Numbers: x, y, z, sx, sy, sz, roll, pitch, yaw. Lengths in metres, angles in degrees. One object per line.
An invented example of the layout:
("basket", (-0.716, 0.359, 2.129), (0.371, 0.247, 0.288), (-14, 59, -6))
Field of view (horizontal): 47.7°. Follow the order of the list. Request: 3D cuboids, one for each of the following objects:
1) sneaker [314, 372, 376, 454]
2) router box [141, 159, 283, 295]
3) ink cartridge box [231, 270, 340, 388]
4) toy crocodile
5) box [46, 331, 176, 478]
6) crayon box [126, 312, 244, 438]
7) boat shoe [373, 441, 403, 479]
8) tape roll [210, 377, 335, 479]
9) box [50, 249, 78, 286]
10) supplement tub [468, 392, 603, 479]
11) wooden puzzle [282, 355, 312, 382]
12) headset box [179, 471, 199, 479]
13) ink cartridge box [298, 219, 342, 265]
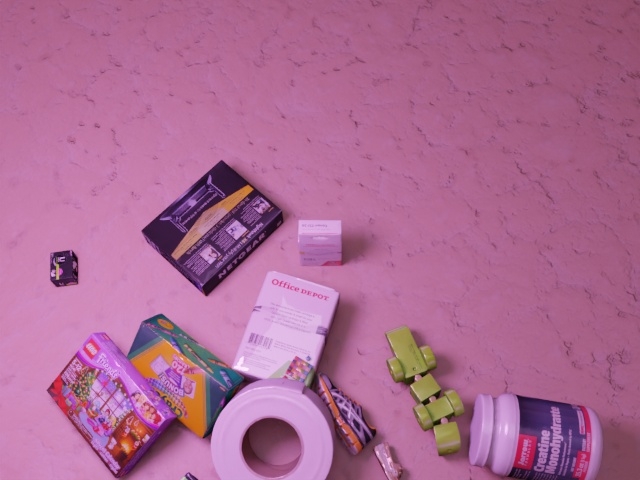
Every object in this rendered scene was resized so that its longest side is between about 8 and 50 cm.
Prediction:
("sneaker", (0.056, 0.418, 1.784), (0.083, 0.084, 0.215), (-24, 70, -24))
("router box", (-0.293, -0.039, 1.988), (0.243, 0.081, 0.309), (40, 72, 17))
("ink cartridge box", (-0.083, 0.240, 1.839), (0.198, 0.115, 0.273), (17, 68, 8))
("toy crocodile", (0.255, 0.366, 1.795), (0.115, 0.105, 0.341), (-23, 63, -9))
("box", (-0.512, 0.396, 1.759), (0.293, 0.057, 0.201), (43, 100, 18))
("crayon box", (-0.341, 0.329, 1.773), (0.278, 0.081, 0.165), (34, 114, 15))
("boat shoe", (0.174, 0.547, 1.732), (0.045, 0.050, 0.135), (-26, 68, -5))
("tape roll", (-0.106, 0.467, 1.684), (0.286, 0.100, 0.286), (0, 91, 5))
("box", (-0.693, 0.076, 1.956), (0.062, 0.052, 0.083), (-9, 64, -3))
("supplement tub", (0.498, 0.464, 1.689), (0.272, 0.191, 0.191), (9, 66, 4))
("wooden puzzle", (-0.052, 0.311, 1.742), (0.049, 0.006, 0.083), (29, 71, 11))
("headset box", (-0.295, 0.702, 1.622), (0.246, 0.131, 0.283), (42, 72, 17))
("ink cartridge box", (0.000, 0.000, 1.903), (0.115, 0.198, 0.067), (0, 66, 0))
